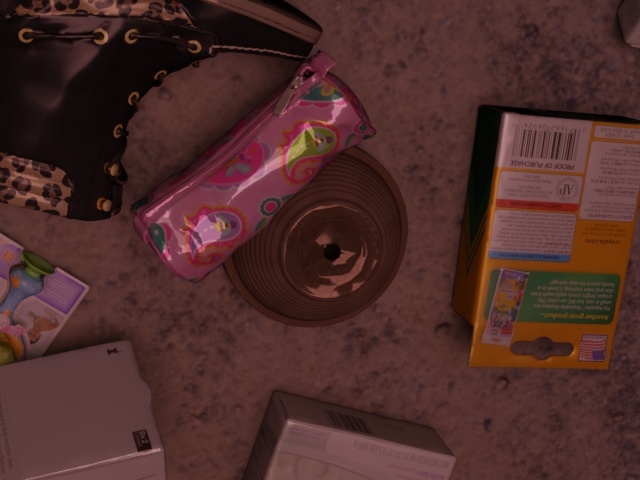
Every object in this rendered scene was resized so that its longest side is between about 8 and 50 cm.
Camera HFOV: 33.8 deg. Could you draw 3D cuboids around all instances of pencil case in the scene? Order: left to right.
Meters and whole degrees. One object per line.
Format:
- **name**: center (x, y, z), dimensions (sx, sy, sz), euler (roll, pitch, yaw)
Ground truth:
- **pencil case**: center (-0.074, -0.081, 1.158), dimensions (0.284, 0.124, 0.124), euler (-41, 110, 3)

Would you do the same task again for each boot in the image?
- **boot**: center (-0.205, -0.167, 1.144), dimensions (0.377, 0.138, 0.284), euler (7, 112, -30)

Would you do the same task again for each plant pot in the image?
- **plant pot**: center (0.000, 0.000, 1.254), dimensions (0.237, 0.110, 0.237), euler (-3, 105, -12)

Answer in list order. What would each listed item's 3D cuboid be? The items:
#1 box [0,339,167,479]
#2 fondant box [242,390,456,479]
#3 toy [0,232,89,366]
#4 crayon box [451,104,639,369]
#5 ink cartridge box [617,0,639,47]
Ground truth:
- **box**: center (-0.279, 0.226, 1.182), dimensions (0.182, 0.181, 0.119), euler (-10, 130, -18)
- **fondant box**: center (0.005, 0.384, 1.365), dimensions (0.238, 0.096, 0.330), euler (16, 101, -17)
- **toy**: center (-0.390, 0.119, 1.216), dimensions (0.137, 0.056, 0.237), euler (34, 94, -19)
- **crayon box**: center (0.286, -0.002, 1.338), dimensions (0.203, 0.083, 0.323), euler (3, 103, -15)
- **ink cartridge box**: center (0.445, -0.301, 1.268), dimensions (0.109, 0.063, 0.150), euler (8, 144, -16)
